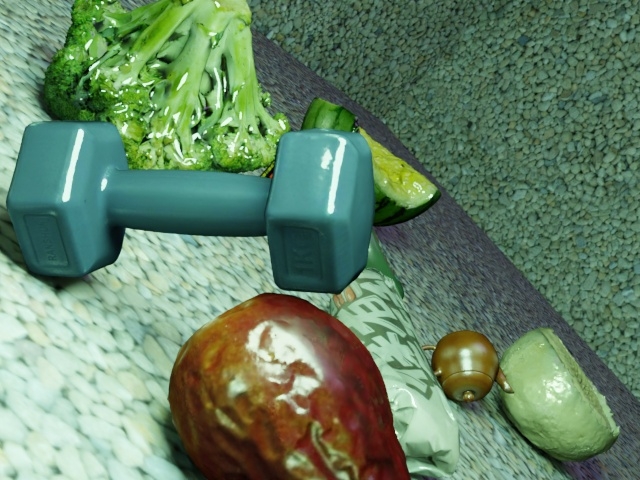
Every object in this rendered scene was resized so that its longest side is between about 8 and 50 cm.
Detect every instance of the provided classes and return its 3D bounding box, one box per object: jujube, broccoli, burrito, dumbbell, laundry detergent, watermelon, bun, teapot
[{"bbox_3d":[-0.018,0.170,0.852,0.255,0.190,0.190,62,16,7],"label":"jujube"},{"bbox_3d":[-0.191,-0.220,1.294,0.321,0.283,0.303,11,41,-33],"label":"broccoli"},{"bbox_3d":[0.082,0.144,1.346,0.139,0.101,0.445,32,19,-24],"label":"burrito"},{"bbox_3d":[-0.112,-0.034,0.892,0.316,0.143,0.156,4,9,12],"label":"dumbbell"},{"bbox_3d":[0.070,0.006,1.665,0.137,0.063,0.211,-96,160,-75],"label":"laundry detergent"},{"bbox_3d":[0.067,-0.138,2.009,0.331,0.189,0.331,41,-2,2],"label":"watermelon"},{"bbox_3d":[0.407,0.285,1.750,0.259,0.152,0.259,51,15,-19],"label":"bun"},{"bbox_3d":[0.228,0.211,1.585,0.173,0.116,0.116,12,21,-12],"label":"teapot"}]

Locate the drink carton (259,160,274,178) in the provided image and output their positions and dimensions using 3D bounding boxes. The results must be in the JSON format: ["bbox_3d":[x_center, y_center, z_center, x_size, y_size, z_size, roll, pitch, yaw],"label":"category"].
[{"bbox_3d":[-0.039,-0.087,1.778,0.166,0.071,0.056,24,20,-52],"label":"drink carton"}]
